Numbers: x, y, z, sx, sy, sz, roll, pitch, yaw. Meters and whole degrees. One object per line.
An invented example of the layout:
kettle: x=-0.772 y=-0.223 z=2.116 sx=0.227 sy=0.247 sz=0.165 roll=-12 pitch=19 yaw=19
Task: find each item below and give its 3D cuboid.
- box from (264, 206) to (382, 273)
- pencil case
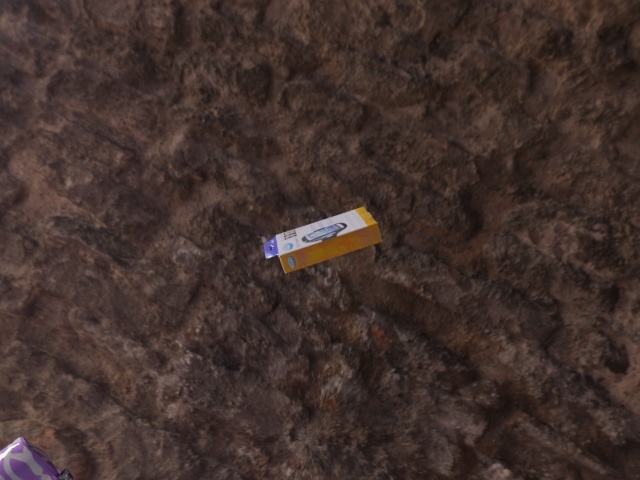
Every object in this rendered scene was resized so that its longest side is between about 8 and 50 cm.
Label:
box: x=0.000 y=0.000 z=0.628 sx=0.136 sy=0.081 sz=0.028 roll=-20 pitch=-71 yaw=-1
pencil case: x=-0.383 y=0.315 z=0.564 sx=0.086 sy=0.088 sz=0.206 roll=27 pitch=-129 yaw=30
